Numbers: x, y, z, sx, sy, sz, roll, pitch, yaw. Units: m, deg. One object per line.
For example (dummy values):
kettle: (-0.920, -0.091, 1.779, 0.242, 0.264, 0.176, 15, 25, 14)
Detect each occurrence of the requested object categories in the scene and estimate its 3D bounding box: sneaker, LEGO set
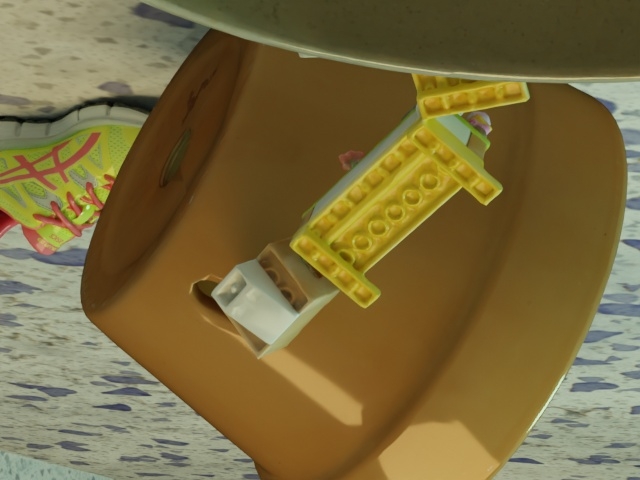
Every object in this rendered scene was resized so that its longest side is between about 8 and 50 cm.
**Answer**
sneaker: (-0.167, -0.036, 1.152, 0.208, 0.094, 0.081, -6, 160, 30)
LEGO set: (0.031, -0.078, 0.753, 0.132, 0.107, 0.287, 11, 124, 8)

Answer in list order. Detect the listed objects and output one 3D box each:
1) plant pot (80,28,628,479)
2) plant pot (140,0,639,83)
plant pot: (0.000, 0.000, 0.942, 0.203, 0.291, 0.291, 28, 157, -19)
plant pot: (0.056, -0.176, 0.397, 0.284, 0.191, 0.284, 3, 165, 1)
